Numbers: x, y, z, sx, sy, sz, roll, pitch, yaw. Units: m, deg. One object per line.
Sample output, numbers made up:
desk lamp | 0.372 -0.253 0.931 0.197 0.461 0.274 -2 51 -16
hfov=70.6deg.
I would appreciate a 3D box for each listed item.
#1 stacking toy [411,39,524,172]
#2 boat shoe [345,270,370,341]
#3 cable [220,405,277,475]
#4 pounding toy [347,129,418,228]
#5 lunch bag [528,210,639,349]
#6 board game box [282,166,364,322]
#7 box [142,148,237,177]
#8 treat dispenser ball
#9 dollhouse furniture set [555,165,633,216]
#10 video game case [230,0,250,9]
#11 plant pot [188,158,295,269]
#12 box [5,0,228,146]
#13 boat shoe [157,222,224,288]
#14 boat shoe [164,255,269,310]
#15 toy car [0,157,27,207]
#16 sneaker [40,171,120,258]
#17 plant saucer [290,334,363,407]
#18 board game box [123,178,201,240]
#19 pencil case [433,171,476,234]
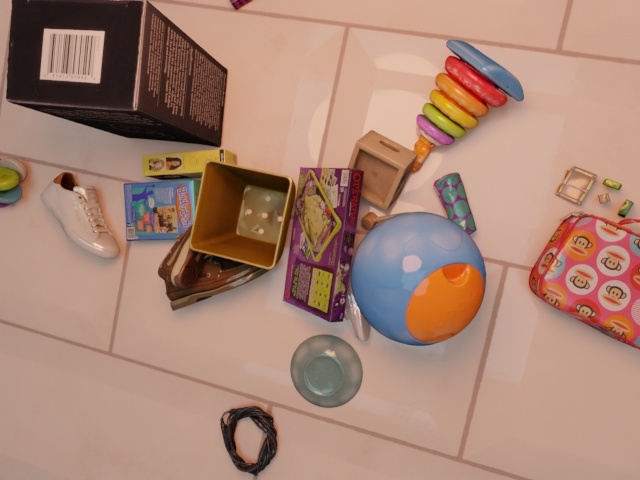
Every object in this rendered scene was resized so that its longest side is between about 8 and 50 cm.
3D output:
stacking toy | 0.288 -0.279 1.038 0.302 0.175 0.166 -54 45 26
boat shoe | 0.075 0.163 1.132 0.063 0.066 0.184 -15 92 26
cable | -0.186 0.536 1.214 0.150 0.047 0.185 -14 87 7
pounding toy | 0.153 -0.126 1.084 0.181 0.094 0.206 31 134 13
lunch bag | 0.640 0.069 0.980 0.293 0.120 0.258 29 97 10
board game box | 0.000 0.000 1.086 0.208 0.056 0.347 13 97 49
box | -0.342 -0.198 1.191 0.232 0.087 0.058 -3 90 13
treat dispenser ball | 0.209 0.081 0.985 0.287 0.288 0.289 0 92 12
dollhouse furniture set | 0.624 -0.107 1.026 0.151 0.058 0.076 32 106 28
video game case | -0.163 -0.743 1.152 0.231 0.042 0.210 -23 86 12
plant pot | -0.164 -0.064 1.106 0.212 0.187 0.213 13 95 11
box | -0.430 -0.363 1.042 0.293 0.395 0.212 7 93 10
boat shoe | -0.322 -0.004 1.142 0.095 0.095 0.258 12 53 21
boat shoe | -0.275 0.087 1.175 0.307 0.110 0.105 -21 88 11
toy car | -0.944 -0.158 1.300 0.181 0.159 0.136 10 129 11
sneaker | -0.648 -0.076 1.247 0.290 0.106 0.123 43 102 8
plant saucer | 0.011 0.342 1.165 0.194 0.037 0.195 1 93 12
board game box | -0.427 -0.080 1.231 0.210 0.047 0.160 -1 92 12
pencil case | 0.316 -0.080 1.069 0.070 0.064 0.152 -18 88 -4
